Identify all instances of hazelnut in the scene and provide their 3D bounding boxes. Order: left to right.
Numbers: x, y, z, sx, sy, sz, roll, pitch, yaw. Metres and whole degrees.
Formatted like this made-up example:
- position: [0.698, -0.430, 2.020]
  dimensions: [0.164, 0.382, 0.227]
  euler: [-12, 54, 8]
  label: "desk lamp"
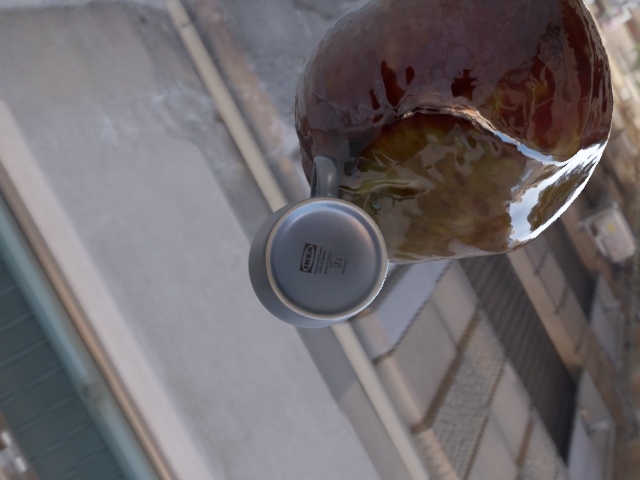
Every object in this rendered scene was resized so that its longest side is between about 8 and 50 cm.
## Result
- position: [0.096, -0.093, 0.761]
  dimensions: [0.234, 0.218, 0.218]
  euler: [-27, -176, 35]
  label: "hazelnut"

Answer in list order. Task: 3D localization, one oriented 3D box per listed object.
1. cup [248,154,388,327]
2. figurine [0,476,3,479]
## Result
- position: [0.000, 0.000, 0.615]
  dimensions: [0.078, 0.100, 0.077]
  euler: [3, 176, -6]
  label: "cup"
- position: [-0.145, 0.240, 0.379]
  dimensions: [0.206, 0.316, 0.284]
  euler: [-37, 171, -3]
  label: "figurine"
